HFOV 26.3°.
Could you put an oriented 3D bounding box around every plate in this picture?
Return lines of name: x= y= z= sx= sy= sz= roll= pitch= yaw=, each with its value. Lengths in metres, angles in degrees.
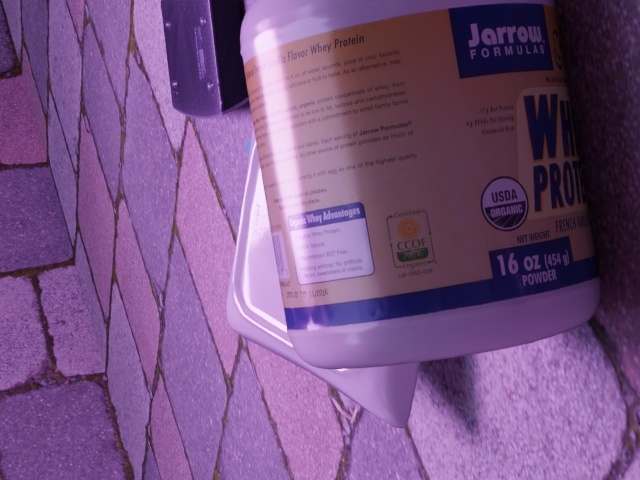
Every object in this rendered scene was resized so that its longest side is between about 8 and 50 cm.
plate: x=0.000 y=0.003 z=1.293 sx=0.278 sy=0.045 sz=0.277 roll=26 pitch=113 yaw=46

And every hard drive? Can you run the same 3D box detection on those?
hard drive: x=-0.154 y=-0.249 z=1.815 sx=0.254 sy=0.054 sz=0.172 roll=-161 pitch=64 yaw=-69

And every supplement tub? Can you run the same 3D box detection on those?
supplement tub: x=0.066 y=-0.080 z=0.981 sx=0.228 sy=0.228 sz=0.316 roll=172 pitch=89 yaw=-71

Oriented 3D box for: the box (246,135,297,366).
box: x=0.000 y=0.000 z=1.415 sx=0.060 sy=0.100 sz=0.244 roll=139 pitch=120 yaw=-70
